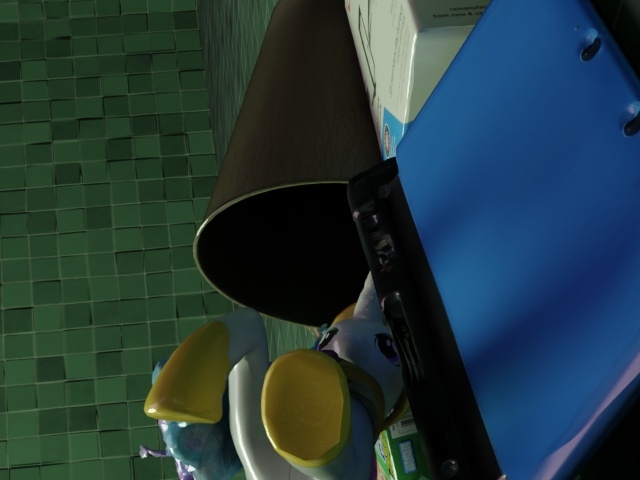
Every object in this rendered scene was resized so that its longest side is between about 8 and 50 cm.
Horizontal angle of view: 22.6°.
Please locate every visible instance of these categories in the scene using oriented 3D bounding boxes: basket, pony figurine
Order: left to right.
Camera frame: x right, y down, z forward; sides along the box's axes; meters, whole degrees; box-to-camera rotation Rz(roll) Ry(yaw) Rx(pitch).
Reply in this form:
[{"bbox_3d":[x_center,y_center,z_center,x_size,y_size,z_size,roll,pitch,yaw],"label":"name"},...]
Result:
[{"bbox_3d":[-0.003,0.185,0.883,0.363,0.302,0.351,-18,-68,-76],"label":"pony figurine"},{"bbox_3d":[0.020,-0.072,1.122,0.154,0.204,0.227,100,174,-49],"label":"basket"}]

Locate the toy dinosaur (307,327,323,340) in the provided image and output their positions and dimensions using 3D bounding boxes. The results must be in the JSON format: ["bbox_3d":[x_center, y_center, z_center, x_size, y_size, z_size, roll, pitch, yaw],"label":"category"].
[{"bbox_3d":[0.000,0.000,1.365,0.160,0.121,0.313,53,169,35],"label":"toy dinosaur"}]

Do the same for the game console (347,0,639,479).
[{"bbox_3d":[0.128,0.041,0.806,0.250,0.173,0.293,53,-166,-35],"label":"game console"}]

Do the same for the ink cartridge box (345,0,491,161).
[{"bbox_3d":[0.072,-0.141,0.994,0.148,0.085,0.203,93,169,-46],"label":"ink cartridge box"}]

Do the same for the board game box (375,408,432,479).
[{"bbox_3d":[0.075,0.222,1.174,0.213,0.046,0.317,-137,34,-78],"label":"board game box"}]
